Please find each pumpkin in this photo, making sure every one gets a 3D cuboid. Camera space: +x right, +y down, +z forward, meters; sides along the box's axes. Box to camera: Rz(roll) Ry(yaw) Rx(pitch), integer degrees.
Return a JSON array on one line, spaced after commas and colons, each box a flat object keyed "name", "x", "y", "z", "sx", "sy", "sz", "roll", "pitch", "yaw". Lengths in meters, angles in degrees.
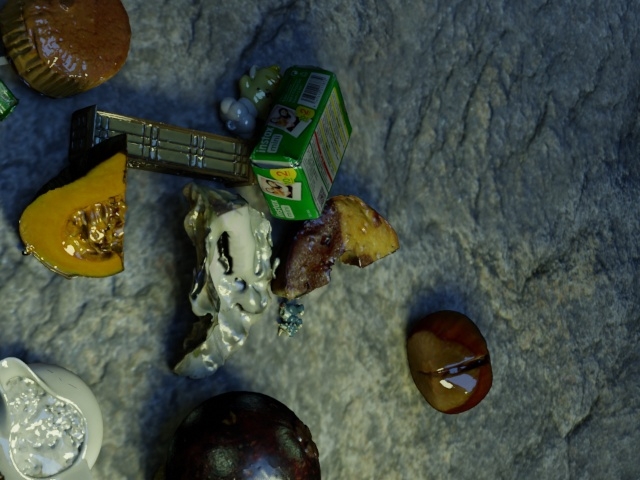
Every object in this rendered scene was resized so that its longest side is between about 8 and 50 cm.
[{"name": "pumpkin", "x": -0.379, "y": -0.071, "z": 1.455, "sx": 0.163, "sy": 0.278, "sz": 0.111, "roll": 3, "pitch": 45, "yaw": -12}]

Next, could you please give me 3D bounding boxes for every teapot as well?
[{"name": "teapot", "x": -0.413, "y": 0.306, "z": 1.425, "sx": 0.299, "sy": 0.166, "sz": 0.208, "roll": 55, "pitch": 47, "yaw": -12}]

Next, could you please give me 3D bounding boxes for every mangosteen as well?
[{"name": "mangosteen", "x": -0.139, "y": 0.393, "z": 1.577, "sx": 0.288, "sy": 0.288, "sz": 0.288, "roll": 1, "pitch": 88, "yaw": -38}]

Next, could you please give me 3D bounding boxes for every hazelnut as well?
[{"name": "hazelnut", "x": 0.277, "y": 0.247, "z": 1.949, "sx": 0.181, "sy": 0.181, "sz": 0.212, "roll": -15, "pitch": 88, "yaw": -18}]

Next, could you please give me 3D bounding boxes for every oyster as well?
[{"name": "oyster", "x": -0.178, "y": 0.063, "z": 1.622, "sx": 0.238, "sy": 0.115, "sz": 0.351, "roll": -40, "pitch": 129, "yaw": -50}]

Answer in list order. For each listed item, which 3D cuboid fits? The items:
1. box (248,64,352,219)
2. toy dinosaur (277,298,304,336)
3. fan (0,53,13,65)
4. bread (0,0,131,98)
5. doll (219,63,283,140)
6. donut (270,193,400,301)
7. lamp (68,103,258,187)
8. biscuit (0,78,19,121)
[{"name": "box", "x": -0.032, "y": -0.176, "z": 1.699, "sx": 0.180, "sy": 0.103, "sz": 0.250, "roll": 70, "pitch": 35, "yaw": -50}, {"name": "toy dinosaur", "x": -0.059, "y": 0.142, "z": 1.779, "sx": 0.047, "sy": 0.030, "sz": 0.083, "roll": 15, "pitch": 79, "yaw": -39}, {"name": "fan", "x": -0.577, "y": -0.240, "z": 1.392, "sx": 0.282, "sy": 0.023, "sz": 0.057, "roll": -19, "pitch": 99, "yaw": -35}, {"name": "bread", "x": -0.391, "y": -0.325, "z": 1.471, "sx": 0.199, "sy": 0.104, "sz": 0.199, "roll": 13, "pitch": 71, "yaw": -42}, {"name": "doll", "x": -0.119, "y": -0.253, "z": 1.724, "sx": 0.162, "sy": 0.062, "sz": 0.106, "roll": -48, "pitch": 112, "yaw": -27}, {"name": "donut", "x": 0.000, "y": 0.000, "z": 1.778, "sx": 0.295, "sy": 0.112, "sz": 0.151, "roll": -25, "pitch": 100, "yaw": -40}, {"name": "lamp", "x": -0.257, "y": -0.154, "z": 1.597, "sx": 0.325, "sy": 0.090, "sz": 0.089, "roll": 7, "pitch": 84, "yaw": -38}, {"name": "biscuit", "x": -0.499, "y": -0.229, "z": 1.442, "sx": 0.046, "sy": 0.016, "sz": 0.089, "roll": -48, "pitch": 130, "yaw": -17}]
